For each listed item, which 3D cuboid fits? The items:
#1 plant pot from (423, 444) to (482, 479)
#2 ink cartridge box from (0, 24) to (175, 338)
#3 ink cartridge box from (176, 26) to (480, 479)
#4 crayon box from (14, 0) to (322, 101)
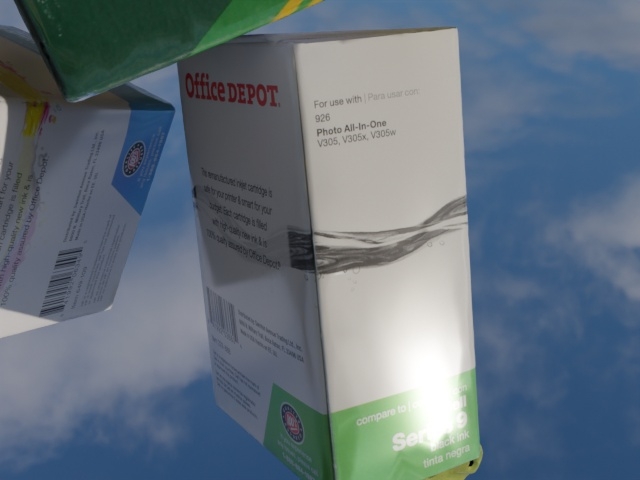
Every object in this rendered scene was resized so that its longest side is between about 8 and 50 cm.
[{"bbox_3d":[0.122,0.295,1.488,0.276,0.276,0.254,-14,-135,-24],"label":"plant pot"},{"bbox_3d":[-0.288,-0.050,0.690,0.197,0.198,0.270,28,-163,21],"label":"ink cartridge box"},{"bbox_3d":[0.000,0.000,0.635,0.121,0.289,0.211,-11,-164,-25],"label":"ink cartridge box"},{"bbox_3d":[0.016,-0.183,0.489,0.323,0.083,0.203,-21,-164,8],"label":"crayon box"}]
